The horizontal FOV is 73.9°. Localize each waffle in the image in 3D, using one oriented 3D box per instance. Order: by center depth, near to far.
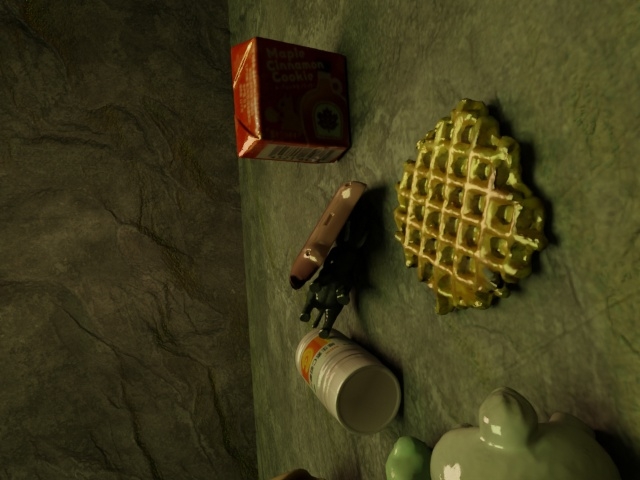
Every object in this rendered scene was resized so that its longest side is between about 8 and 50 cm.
[{"bbox_3d":[0.169,-0.034,0.536,0.254,0.052,0.245,125,138,-60],"label":"waffle"}]

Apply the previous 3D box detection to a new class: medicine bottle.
[{"bbox_3d":[0.044,0.261,0.828,0.249,0.133,0.133,-166,74,-71],"label":"medicine bottle"}]

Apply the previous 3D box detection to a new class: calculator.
[{"bbox_3d":[0.000,0.000,0.863,0.220,0.048,0.330,-61,1,-16],"label":"calculator"}]

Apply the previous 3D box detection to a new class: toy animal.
[{"bbox_3d":[0.169,0.308,0.371,0.154,0.208,0.325,3,-72,-67],"label":"toy animal"},{"bbox_3d":[0.031,0.072,0.835,0.137,0.082,0.270,-61,-6,-60],"label":"toy animal"}]

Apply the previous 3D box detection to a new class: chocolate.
[{"bbox_3d":[-0.056,-0.288,0.886,0.108,0.237,0.235,-6,86,61],"label":"chocolate"}]

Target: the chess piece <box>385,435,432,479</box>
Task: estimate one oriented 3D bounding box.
[{"bbox_3d":[0.134,0.413,0.543,0.176,0.175,0.298,122,146,-60],"label":"chess piece"}]

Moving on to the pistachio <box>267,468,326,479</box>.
[{"bbox_3d":[-0.088,0.675,0.906,0.281,0.445,0.366,19,99,28],"label":"pistachio"}]
